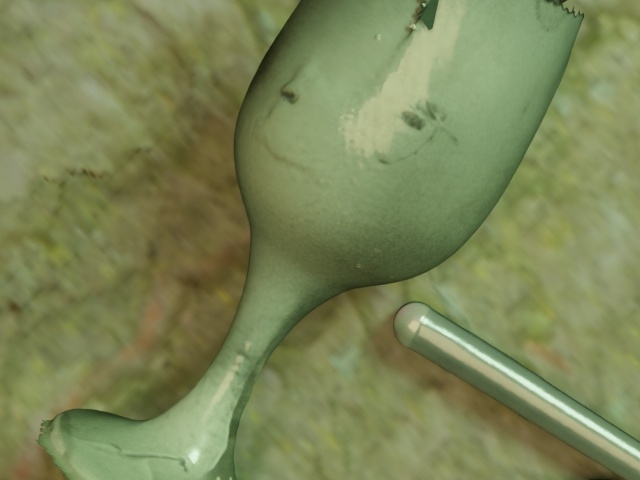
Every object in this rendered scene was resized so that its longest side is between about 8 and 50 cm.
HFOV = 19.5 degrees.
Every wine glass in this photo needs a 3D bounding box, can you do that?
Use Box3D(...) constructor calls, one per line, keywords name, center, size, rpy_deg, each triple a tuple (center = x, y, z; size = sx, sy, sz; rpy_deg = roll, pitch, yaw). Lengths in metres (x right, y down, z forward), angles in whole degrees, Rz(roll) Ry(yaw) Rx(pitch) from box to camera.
Box3D(name="wine glass", center=(0.000, 0.000, 0.885), size=(0.143, 0.143, 0.321), rpy_deg=(32, 96, 3))

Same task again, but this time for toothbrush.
Box3D(name="toothbrush", center=(0.185, 0.124, 0.930), size=(0.342, 0.025, 0.030), rpy_deg=(29, 93, 3))

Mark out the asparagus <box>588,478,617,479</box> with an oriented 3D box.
Box3D(name="asparagus", center=(0.058, 0.192, 0.953), size=(0.236, 0.027, 0.034), rpy_deg=(-43, 95, 9))
